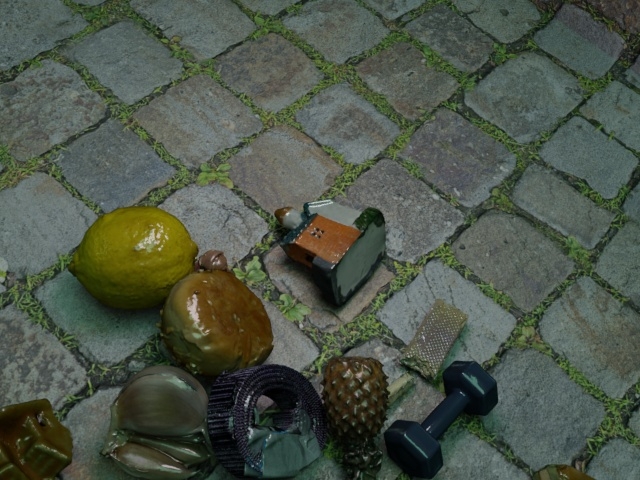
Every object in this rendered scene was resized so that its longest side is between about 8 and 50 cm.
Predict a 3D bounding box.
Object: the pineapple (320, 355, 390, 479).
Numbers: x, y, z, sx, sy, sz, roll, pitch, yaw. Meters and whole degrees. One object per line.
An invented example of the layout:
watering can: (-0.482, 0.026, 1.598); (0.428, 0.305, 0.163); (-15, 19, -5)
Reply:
pineapple: (0.084, 0.458, 1.707); (0.175, 0.175, 0.360); (3, 82, -10)

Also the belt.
belt: (-0.117, 0.419, 1.652); (0.325, 0.122, 0.260); (21, 58, -49)

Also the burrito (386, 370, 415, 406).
burrito: (0.178, 0.405, 1.861); (0.186, 0.041, 0.045); (-32, 28, -27)

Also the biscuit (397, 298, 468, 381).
biscuit: (0.310, 0.271, 1.962); (0.108, 0.061, 0.239); (31, 56, 10)

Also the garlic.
garlic: (-0.360, 0.419, 1.638); (0.292, 0.210, 0.237); (0, 51, -2)

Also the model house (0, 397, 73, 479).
model house: (-0.658, 0.488, 1.543); (0.268, 0.173, 0.239); (-35, 70, -26)

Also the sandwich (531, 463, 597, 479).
sandwich: (0.653, 0.655, 1.735); (0.199, 0.155, 0.227); (0, 57, -14)

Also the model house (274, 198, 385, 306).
model house: (0.000, 0.000, 2.025); (0.301, 0.190, 0.271); (27, 59, 24)

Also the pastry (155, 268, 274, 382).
pastry: (-0.265, 0.217, 1.763); (0.316, 0.184, 0.284); (7, 55, -58)

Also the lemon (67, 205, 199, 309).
lemon: (-0.469, 0.043, 1.822); (0.322, 0.268, 0.268); (-1, 58, -5)

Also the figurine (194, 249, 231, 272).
figurine: (-0.290, 0.078, 1.912); (0.126, 0.156, 0.114); (13, 35, 2)

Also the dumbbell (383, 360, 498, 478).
dumbbell: (0.308, 0.442, 1.801); (0.316, 0.156, 0.143); (-38, 102, -29)
